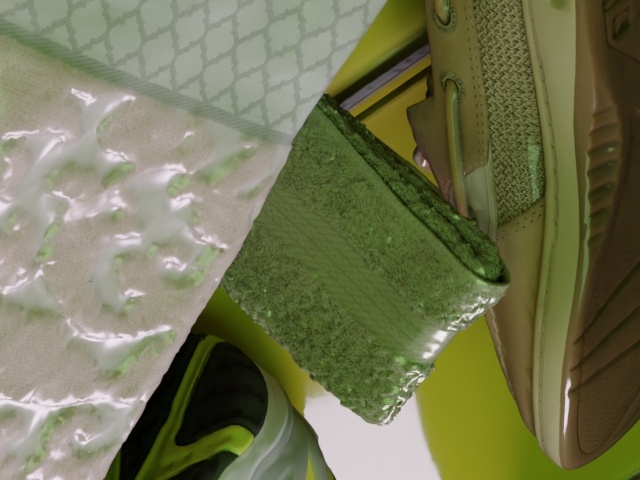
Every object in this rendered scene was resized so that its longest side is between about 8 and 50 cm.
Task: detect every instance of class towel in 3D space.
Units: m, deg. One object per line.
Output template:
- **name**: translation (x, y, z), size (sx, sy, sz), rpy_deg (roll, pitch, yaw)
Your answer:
- **towel**: translation (0.000, 0.000, 0.762), size (0.110, 0.148, 0.027), rpy_deg (-53, 168, 32)
- **towel**: translation (-0.152, -0.035, 0.627), size (0.332, 0.053, 0.317), rpy_deg (22, 105, -43)

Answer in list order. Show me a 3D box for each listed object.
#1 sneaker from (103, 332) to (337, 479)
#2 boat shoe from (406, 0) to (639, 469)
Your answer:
- **sneaker**: translation (-0.126, 0.229, 0.843), size (0.385, 0.145, 0.147), rpy_deg (-48, 133, -1)
- **boat shoe**: translation (0.101, -0.052, 0.763), size (0.121, 0.110, 0.341), rpy_deg (-34, 135, -34)
